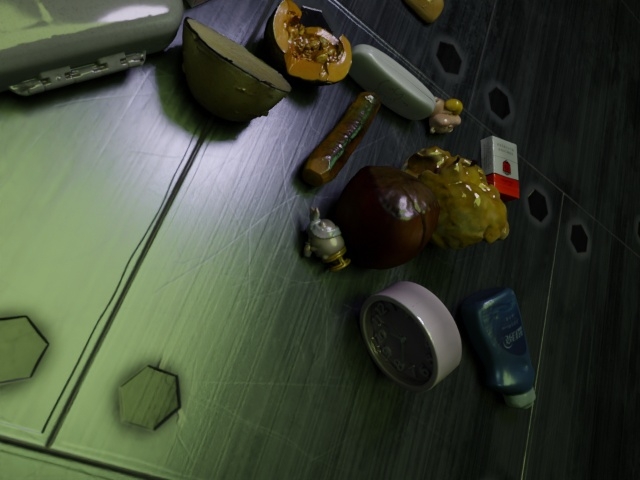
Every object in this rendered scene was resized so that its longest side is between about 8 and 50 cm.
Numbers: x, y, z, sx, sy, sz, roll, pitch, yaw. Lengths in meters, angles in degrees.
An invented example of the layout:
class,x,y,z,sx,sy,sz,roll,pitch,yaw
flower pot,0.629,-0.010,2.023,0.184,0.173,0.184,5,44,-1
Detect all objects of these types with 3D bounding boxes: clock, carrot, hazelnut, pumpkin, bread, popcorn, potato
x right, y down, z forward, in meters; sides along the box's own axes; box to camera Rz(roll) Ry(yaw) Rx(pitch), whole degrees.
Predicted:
class,x,y,z,sx,sy,sz,roll,pitch,yaw
clock,0.162,0.178,0.888,0.068,0.197,0.196,-23,93,-32
carrot,0.047,-0.212,0.969,0.070,0.070,0.260,43,61,-19
hazelnut,0.123,-0.035,0.920,0.208,0.208,0.208,7,77,-31
pumpkin,-0.037,-0.371,0.920,0.183,0.108,0.119,24,76,-35
bread,0.262,-0.602,1.182,0.115,0.056,0.082,38,63,-21
popcorn,0.282,-0.089,1.024,0.190,0.191,0.253,-30,89,-47
potato,-0.163,-0.274,0.820,0.202,0.117,0.182,24,28,-26

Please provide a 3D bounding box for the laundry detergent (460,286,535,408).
class,x,y,z,sx,sy,sz,roll,pitch,yaw
laundry detergent,0.426,0.259,1.100,0.143,0.094,0.289,-22,92,-37

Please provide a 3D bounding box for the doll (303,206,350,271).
class,x,y,z,sx,sy,sz,roll,pitch,yaw
doll,0.000,0.000,0.899,0.084,0.073,0.127,-29,100,-1

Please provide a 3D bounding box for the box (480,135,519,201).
class,x,y,z,sx,sy,sz,roll,pitch,yaw
box,0.469,-0.186,1.243,0.100,0.048,0.152,9,78,-29

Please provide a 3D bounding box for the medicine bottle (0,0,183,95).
class,x,y,z,sx,sy,sz,roll,pitch,yaw
medicine bottle,-0.402,-0.367,0.679,0.375,0.123,0.282,-32,97,-32

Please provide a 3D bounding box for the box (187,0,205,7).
class,x,y,z,sx,sy,sz,roll,pitch,yaw
box,-0.232,-0.500,0.859,0.089,0.043,0.125,-45,105,-30

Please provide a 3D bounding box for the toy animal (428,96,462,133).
class,x,y,z,sx,sy,sz,roll,pitch,yaw
toy animal,0.287,-0.293,1.126,0.114,0.091,0.082,7,91,-33

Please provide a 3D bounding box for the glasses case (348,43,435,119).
class,x,y,z,sx,sy,sz,roll,pitch,yaw
glasses case,0.154,-0.343,1.044,0.233,0.092,0.059,31,71,-26
